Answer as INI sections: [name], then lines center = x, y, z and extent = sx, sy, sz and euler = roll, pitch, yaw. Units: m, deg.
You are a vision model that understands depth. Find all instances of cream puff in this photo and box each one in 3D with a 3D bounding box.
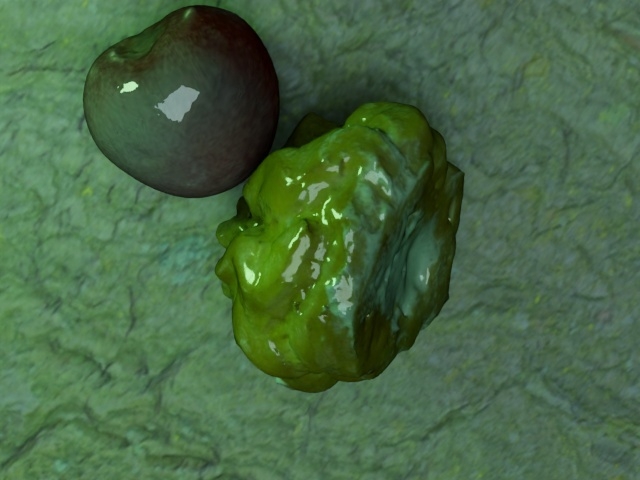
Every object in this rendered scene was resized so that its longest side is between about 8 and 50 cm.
[cream puff]
center = 0.000, 0.000, 1.744
extent = 0.275, 0.378, 0.378
euler = 22, 116, 23

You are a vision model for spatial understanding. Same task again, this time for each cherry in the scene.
[cherry]
center = -0.153, -0.152, 1.720
extent = 0.239, 0.206, 0.239
euler = -3, 104, -11
